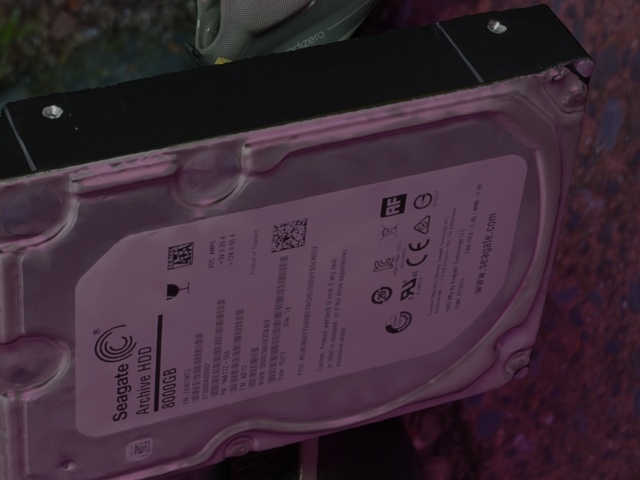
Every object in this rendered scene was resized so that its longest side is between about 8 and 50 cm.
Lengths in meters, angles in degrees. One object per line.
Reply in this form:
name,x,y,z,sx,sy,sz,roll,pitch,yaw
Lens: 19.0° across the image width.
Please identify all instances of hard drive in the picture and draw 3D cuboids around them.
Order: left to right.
hard drive,-0.033,0.014,0.987,0.338,0.064,0.237,-12,134,-20

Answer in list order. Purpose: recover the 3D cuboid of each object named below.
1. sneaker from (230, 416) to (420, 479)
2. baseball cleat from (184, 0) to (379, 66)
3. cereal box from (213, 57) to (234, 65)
sneaker,0.004,0.197,1.143,0.118,0.083,0.222,16,77,-44
baseball cleat,0.007,-0.167,1.018,0.109,0.072,0.206,36,87,-41
cereal box,0.000,0.000,1.077,0.240,0.047,0.173,14,122,-40
